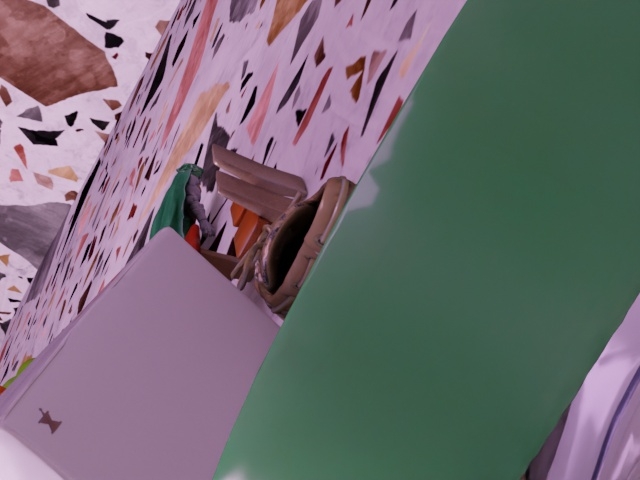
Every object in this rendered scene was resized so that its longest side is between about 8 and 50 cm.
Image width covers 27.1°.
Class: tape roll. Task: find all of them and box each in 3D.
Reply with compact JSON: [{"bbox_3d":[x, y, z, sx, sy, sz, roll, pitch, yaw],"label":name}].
[{"bbox_3d":[0.076,-0.010,0.479,0.321,0.077,0.321,-57,-9,-14],"label":"tape roll"}]

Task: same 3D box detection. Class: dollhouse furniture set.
[{"bbox_3d":[-0.121,0.068,1.151,0.262,0.135,0.259,-62,16,18],"label":"dollhouse furniture set"}]

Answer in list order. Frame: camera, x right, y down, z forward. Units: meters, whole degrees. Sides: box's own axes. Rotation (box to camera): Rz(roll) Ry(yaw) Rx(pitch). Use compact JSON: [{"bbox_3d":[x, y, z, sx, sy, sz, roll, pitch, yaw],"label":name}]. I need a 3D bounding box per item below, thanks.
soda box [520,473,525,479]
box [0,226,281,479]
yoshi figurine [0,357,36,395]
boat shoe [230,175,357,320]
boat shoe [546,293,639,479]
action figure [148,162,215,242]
[{"bbox_3d":[0.055,0.127,0.622,0.058,0.061,0.181,-47,25,49],"label":"soda box"},{"bbox_3d":[-0.180,0.186,0.930,0.345,0.168,0.215,-42,9,39],"label":"box"},{"bbox_3d":[-0.230,0.278,1.261,0.203,0.204,0.362,69,-172,-50],"label":"yoshi figurine"},{"bbox_3d":[0.000,0.000,0.928,0.285,0.089,0.104,-25,45,68],"label":"boat shoe"},{"bbox_3d":[0.117,0.110,0.428,0.084,0.095,0.258,15,76,44],"label":"boat shoe"},{"bbox_3d":[-0.163,-0.002,1.524,0.137,0.063,0.232,127,155,-47],"label":"action figure"}]
